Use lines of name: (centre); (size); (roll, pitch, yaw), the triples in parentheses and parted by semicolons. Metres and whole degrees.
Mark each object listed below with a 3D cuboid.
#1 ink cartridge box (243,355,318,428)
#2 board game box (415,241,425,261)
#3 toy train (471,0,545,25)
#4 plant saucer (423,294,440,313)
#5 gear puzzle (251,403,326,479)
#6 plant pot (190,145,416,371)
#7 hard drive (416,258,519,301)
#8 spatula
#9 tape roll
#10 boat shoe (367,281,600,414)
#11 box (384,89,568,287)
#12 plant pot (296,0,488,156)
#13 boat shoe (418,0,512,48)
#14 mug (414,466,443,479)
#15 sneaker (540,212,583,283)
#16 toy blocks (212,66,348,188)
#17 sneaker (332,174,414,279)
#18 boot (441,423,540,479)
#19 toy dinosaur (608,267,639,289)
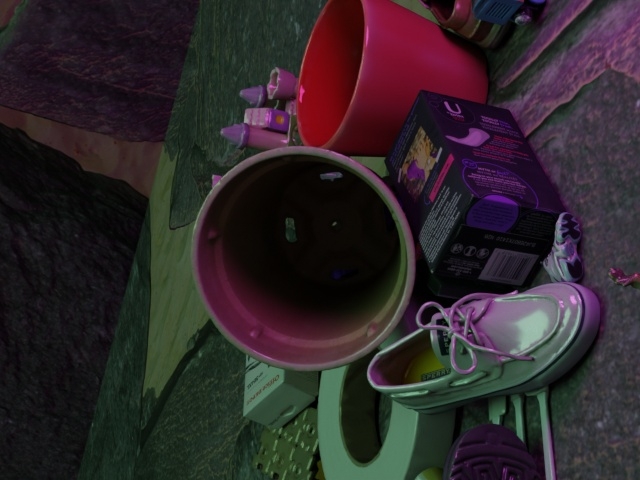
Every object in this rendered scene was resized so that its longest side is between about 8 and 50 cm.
ink cartridge box: (-0.077, 0.243, 2.393); (0.148, 0.086, 0.203); (-45, 31, 37)
board game box: (0.200, -0.016, 1.979); (0.103, 0.026, 0.154); (-136, 59, -63)
toy train: (0.281, -0.410, 1.856); (0.080, 0.105, 0.184); (136, 139, -54)
plant saucer: (0.174, 0.132, 1.993); (0.083, 0.013, 0.083); (-169, 90, -68)
gear puzzle: (-0.025, 0.393, 2.323); (0.339, 0.044, 0.175); (9, 79, 64)
plant pot: (0.000, 0.000, 1.902); (0.305, 0.333, 0.334); (-47, -26, -74)
hard drive: (0.213, 0.062, 1.770); (0.094, 0.135, 0.022); (-128, 52, -61)
spatula: (0.276, 0.264, 1.686); (0.168, 0.019, 0.242); (139, 136, -55)
tape roll: (0.102, 0.270, 2.009); (0.392, 0.072, 0.392); (-172, 90, -67)
boat shoe: (0.198, 0.136, 1.664); (0.367, 0.156, 0.136); (-26, 52, 44)
box: (0.220, -0.077, 1.776); (0.270, 0.165, 0.143); (-107, 35, -49)
plant pot: (0.122, -0.253, 1.986); (0.275, 0.243, 0.275); (-170, 90, -68)
boat shoe: (0.214, -0.429, 2.007); (0.324, 0.116, 0.123); (-115, 41, -54)
mug: (0.178, 0.376, 1.821); (0.064, 0.062, 0.078); (50, 133, 52)
sneaker: (0.321, 0.015, 1.659); (0.069, 0.038, 0.098); (145, 132, -59)
toy blocks: (-0.072, -0.212, 2.410); (0.309, 0.260, 0.289); (157, 121, -64)
sneaker: (0.068, 0.040, 2.103); (0.146, 0.102, 0.293); (44, 114, 12)
boot: (0.154, 0.491, 1.728); (0.445, 0.146, 0.367); (133, 140, -58)
toy dinosaur: (0.437, 0.053, 1.271); (0.200, 0.127, 0.296); (-50, 41, 39)
